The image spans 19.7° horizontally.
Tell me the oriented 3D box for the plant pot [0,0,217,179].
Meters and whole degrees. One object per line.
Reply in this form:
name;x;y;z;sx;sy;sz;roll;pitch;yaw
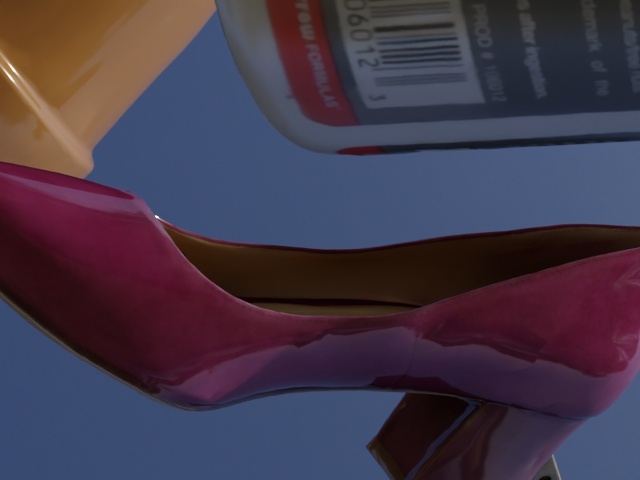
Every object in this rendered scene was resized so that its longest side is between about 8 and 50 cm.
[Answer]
plant pot;-0.180;-0.179;1.068;0.203;0.291;0.291;-36;-105;-1

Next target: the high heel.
high heel;0.000;0.000;0.866;0.181;0.377;0.127;-57;-143;9

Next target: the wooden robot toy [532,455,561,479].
wooden robot toy;0.100;0.105;1.070;0.076;0.173;0.079;-18;-141;3

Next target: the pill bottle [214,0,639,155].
pill bottle;0.155;-0.141;0.646;0.363;0.210;0.210;-2;-106;16
